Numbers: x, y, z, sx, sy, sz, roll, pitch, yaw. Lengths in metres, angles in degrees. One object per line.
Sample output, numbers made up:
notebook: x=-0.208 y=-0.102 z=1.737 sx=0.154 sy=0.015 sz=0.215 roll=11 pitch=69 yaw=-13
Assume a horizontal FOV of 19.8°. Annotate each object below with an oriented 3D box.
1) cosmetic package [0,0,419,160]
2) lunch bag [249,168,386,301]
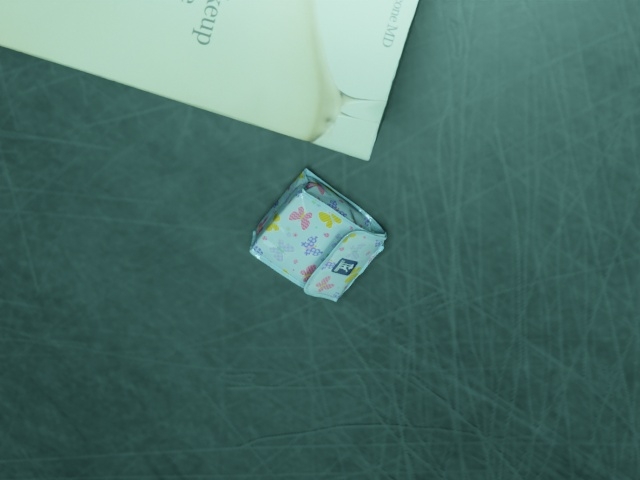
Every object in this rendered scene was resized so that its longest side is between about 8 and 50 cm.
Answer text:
cosmetic package: x=-0.084 y=-0.185 z=1.300 sx=0.309 sy=0.113 sz=0.160 roll=17 pitch=111 yaw=2
lunch bag: x=0.000 y=0.000 z=1.387 sx=0.083 sy=0.053 sz=0.071 roll=36 pitch=112 yaw=-16
